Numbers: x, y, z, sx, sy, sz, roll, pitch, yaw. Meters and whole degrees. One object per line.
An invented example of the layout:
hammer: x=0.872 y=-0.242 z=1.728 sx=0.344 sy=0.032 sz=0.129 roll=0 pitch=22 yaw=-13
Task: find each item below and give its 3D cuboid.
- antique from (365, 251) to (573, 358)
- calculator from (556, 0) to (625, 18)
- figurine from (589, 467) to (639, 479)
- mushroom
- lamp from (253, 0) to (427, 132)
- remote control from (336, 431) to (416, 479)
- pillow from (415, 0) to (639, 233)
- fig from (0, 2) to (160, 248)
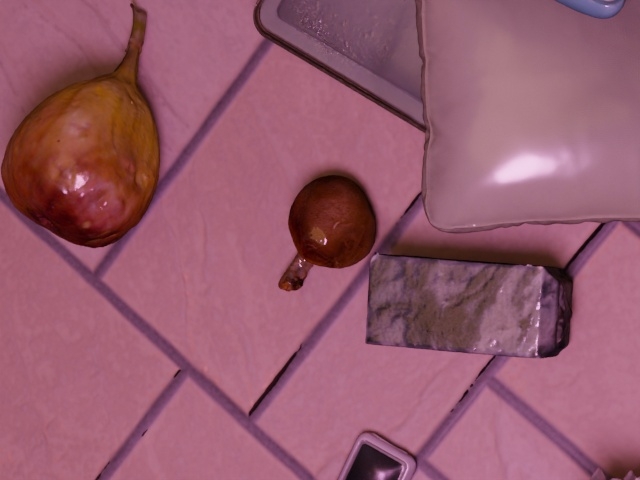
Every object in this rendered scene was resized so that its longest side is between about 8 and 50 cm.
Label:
antique: x=0.143 y=0.061 z=1.645 sx=0.183 sy=0.086 sz=0.088 roll=5 pitch=91 yaw=20
calculator: x=0.204 y=-0.357 z=1.585 sx=0.256 sy=0.054 sz=0.386 roll=-34 pitch=62 yaw=-15
figurine: x=0.212 y=0.319 z=1.581 sx=0.387 sy=0.166 sz=0.207 roll=-27 pitch=116 yaw=12
mushroom: x=0.002 y=0.002 z=1.710 sx=0.088 sy=0.073 sz=0.129 roll=27 pitch=103 yaw=-15
lamp: x=0.099 y=-0.259 z=1.694 sx=0.266 sy=0.047 sz=0.269 roll=33 pitch=100 yaw=19
remote control: x=0.013 y=0.313 z=1.715 sx=0.067 sy=0.029 sz=0.261 roll=28 pitch=98 yaw=19
pillow: x=0.247 y=-0.135 z=1.576 sx=0.322 sy=0.120 sz=0.255 roll=-3 pitch=87 yaw=5
fig: x=-0.225 y=-0.124 z=1.778 sx=0.159 sy=0.159 sz=0.257 roll=11 pitch=73 yaw=21
